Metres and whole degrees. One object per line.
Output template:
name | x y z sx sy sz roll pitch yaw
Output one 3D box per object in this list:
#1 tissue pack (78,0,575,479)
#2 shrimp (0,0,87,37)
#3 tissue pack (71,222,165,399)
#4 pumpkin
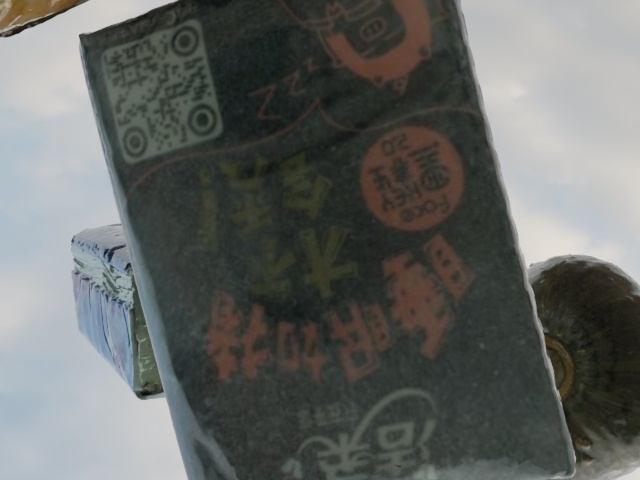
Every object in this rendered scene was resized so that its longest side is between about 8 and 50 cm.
tissue pack | 0.000 0.000 0.420 0.228 0.315 0.103 -14 180 15
shrimp | -0.122 -0.116 0.193 0.143 0.052 0.251 -28 -179 8
tissue pack | -0.145 0.059 0.763 0.198 0.146 0.263 -5 -170 -30
pumpkin | 0.281 0.178 0.901 0.328 0.257 0.291 -22 -123 23
